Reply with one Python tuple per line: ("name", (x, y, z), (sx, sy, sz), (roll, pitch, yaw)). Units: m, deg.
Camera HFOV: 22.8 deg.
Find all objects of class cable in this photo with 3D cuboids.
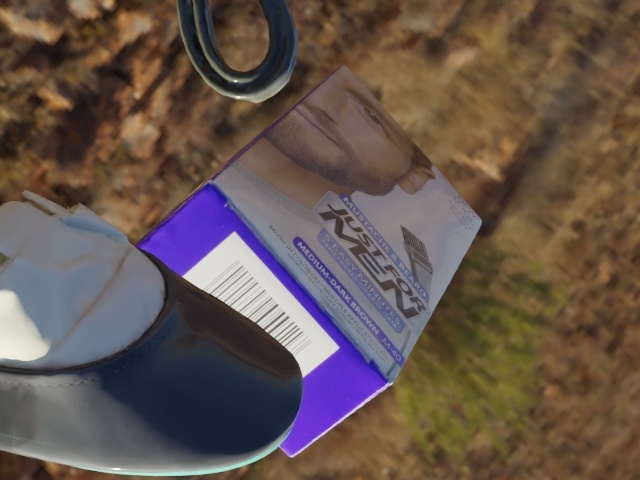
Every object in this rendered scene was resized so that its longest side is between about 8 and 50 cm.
("cable", (-0.090, -0.220, 0.953), (0.139, 0.287, 0.072), (-39, 180, -1))

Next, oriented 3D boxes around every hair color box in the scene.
("hair color box", (0.000, 0.000, 1.204), (0.110, 0.185, 0.339), (-40, -175, 23))

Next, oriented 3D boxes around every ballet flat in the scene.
("ballet flat", (-0.103, 0.016, 0.460), (0.074, 0.203, 0.074), (12, 90, -67))
